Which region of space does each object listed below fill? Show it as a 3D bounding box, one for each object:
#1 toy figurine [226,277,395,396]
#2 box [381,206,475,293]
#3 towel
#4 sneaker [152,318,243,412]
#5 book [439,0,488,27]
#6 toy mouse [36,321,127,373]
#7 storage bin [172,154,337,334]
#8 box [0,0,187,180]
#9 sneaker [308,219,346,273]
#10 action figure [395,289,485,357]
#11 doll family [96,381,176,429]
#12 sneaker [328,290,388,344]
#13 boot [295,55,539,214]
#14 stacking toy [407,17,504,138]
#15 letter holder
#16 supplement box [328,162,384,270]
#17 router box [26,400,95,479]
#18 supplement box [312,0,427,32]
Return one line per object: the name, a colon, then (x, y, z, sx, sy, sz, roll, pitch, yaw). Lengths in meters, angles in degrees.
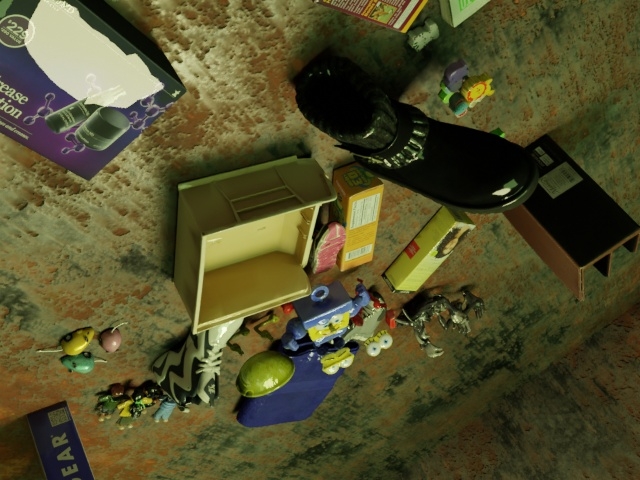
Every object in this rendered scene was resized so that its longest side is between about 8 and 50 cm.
toy figurine: (-0.029, 0.147, 1.560, 0.363, 0.191, 0.217, -21, 145, -10)
box: (0.245, 0.025, 1.771, 0.087, 0.058, 0.232, 6, 131, -47)
towel: (-0.064, 0.342, 1.912, 0.228, 0.076, 0.308, 1, 135, -34)
sneaker: (-0.222, 0.253, 1.559, 0.235, 0.153, 0.094, -38, 150, 6)
book: (0.225, -0.413, 1.191, 0.096, 0.035, 0.144, -36, 147, -5)
toy mouse: (-0.419, 0.209, 1.435, 0.161, 0.031, 0.143, -27, 148, -11)
storage bin: (-0.117, 0.004, 1.350, 0.260, 0.123, 0.262, -17, 144, -26)
box: (-0.314, -0.206, 0.910, 0.184, 0.103, 0.261, -42, 148, 8)
sneaker: (0.000, 0.000, 1.490, 0.063, 0.074, 0.170, -23, 158, -19)
action figure: (0.313, 0.211, 2.010, 0.276, 0.141, 0.164, -6, 150, -40)
doll family: (-0.369, 0.338, 1.624, 0.193, 0.076, 0.111, -4, 133, -47)
sneaker: (0.082, 0.169, 1.807, 0.132, 0.086, 0.229, -52, 155, 18)
boot: (0.148, -0.158, 1.199, 0.260, 0.348, 0.131, 37, 71, -60)
stacking toy: (0.228, -0.247, 1.285, 0.052, 0.167, 0.221, -36, 149, 2)
letter holder: (0.538, -0.043, 1.715, 0.152, 0.302, 0.214, -34, 149, -1)
supplement box: (0.064, -0.045, 1.493, 0.080, 0.078, 0.233, -18, 144, -19)
router box: (-0.480, 0.541, 1.537, 0.082, 0.335, 0.301, -17, 145, -24)
supplement box: (0.065, -0.366, 1.056, 0.188, 0.080, 0.104, 3, 133, -45)
